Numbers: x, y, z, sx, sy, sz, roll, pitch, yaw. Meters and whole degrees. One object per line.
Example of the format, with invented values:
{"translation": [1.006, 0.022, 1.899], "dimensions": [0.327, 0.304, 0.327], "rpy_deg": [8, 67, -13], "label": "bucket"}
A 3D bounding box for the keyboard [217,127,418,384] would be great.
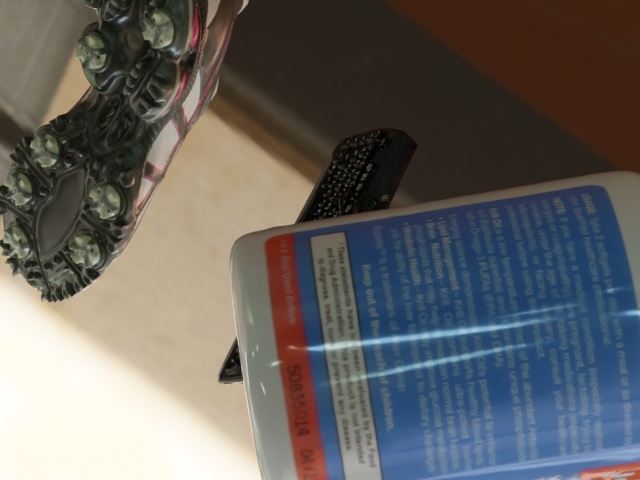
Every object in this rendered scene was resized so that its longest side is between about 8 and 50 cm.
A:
{"translation": [0.000, 0.000, 1.070], "dimensions": [0.100, 0.192, 0.038], "rpy_deg": [-6, 139, 44], "label": "keyboard"}

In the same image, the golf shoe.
{"translation": [-0.128, -0.070, 1.216], "dimensions": [0.105, 0.120, 0.273], "rpy_deg": [42, 121, 17], "label": "golf shoe"}

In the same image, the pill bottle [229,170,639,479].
{"translation": [0.082, 0.040, 0.697], "dimensions": [0.221, 0.124, 0.124], "rpy_deg": [-9, 124, 1], "label": "pill bottle"}
